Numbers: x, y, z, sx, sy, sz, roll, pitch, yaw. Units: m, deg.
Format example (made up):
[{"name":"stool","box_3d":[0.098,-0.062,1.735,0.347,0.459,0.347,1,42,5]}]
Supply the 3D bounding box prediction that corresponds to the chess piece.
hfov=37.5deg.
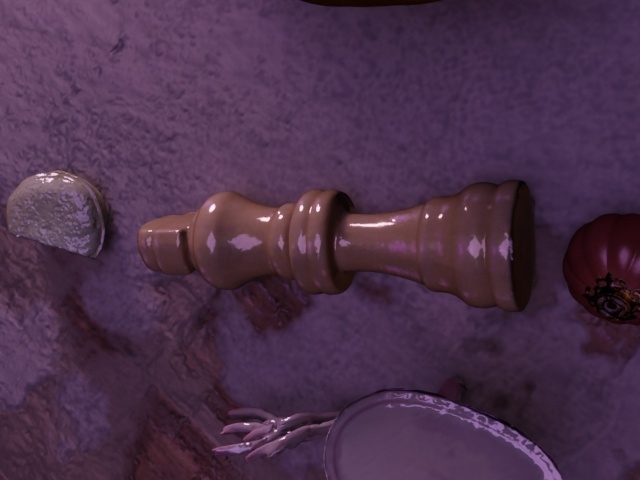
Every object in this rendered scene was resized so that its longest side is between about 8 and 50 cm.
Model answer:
[{"name":"chess piece","box_3d":[0.000,0.000,0.905,0.397,0.117,0.117,2,99,23]}]

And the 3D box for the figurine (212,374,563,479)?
[{"name":"figurine","box_3d":[0.046,0.216,0.850,0.284,0.316,0.206,-14,75,-1]}]

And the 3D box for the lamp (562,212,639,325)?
[{"name":"lamp","box_3d":[0.263,0.025,0.812,0.107,0.092,0.107,21,141,19]}]

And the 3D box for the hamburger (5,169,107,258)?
[{"name":"hamburger","box_3d":[-0.285,-0.035,1.044,0.121,0.054,0.084,20,101,15]}]

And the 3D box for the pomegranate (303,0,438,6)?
[{"name":"pomegranate","box_3d":[0.047,-0.383,0.691,0.416,0.416,0.417,4,100,21]}]
